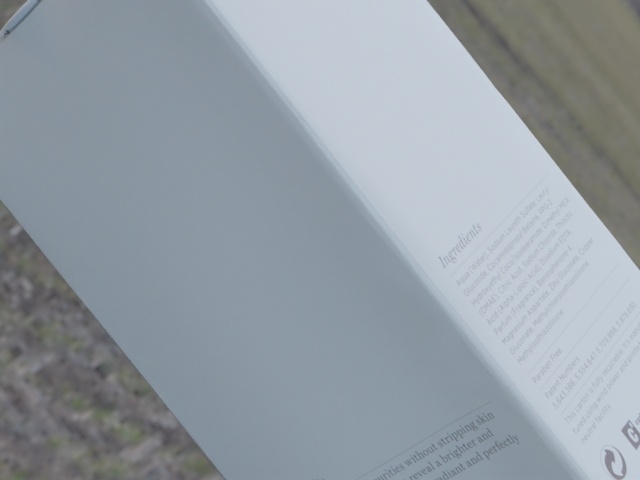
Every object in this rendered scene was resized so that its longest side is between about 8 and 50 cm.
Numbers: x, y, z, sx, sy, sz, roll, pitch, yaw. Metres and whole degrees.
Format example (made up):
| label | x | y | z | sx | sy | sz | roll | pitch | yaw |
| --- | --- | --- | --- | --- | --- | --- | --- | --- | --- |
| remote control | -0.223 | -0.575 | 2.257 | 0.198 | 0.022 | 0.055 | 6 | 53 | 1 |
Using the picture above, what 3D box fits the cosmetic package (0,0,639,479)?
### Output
| label | x | y | z | sx | sy | sz | roll | pitch | yaw |
| --- | --- | --- | --- | --- | --- | --- | --- | --- | --- |
| cosmetic package | 0.000 | 0.000 | 0.979 | 0.385 | 0.217 | 0.156 | 54 | 42 | -4 |
